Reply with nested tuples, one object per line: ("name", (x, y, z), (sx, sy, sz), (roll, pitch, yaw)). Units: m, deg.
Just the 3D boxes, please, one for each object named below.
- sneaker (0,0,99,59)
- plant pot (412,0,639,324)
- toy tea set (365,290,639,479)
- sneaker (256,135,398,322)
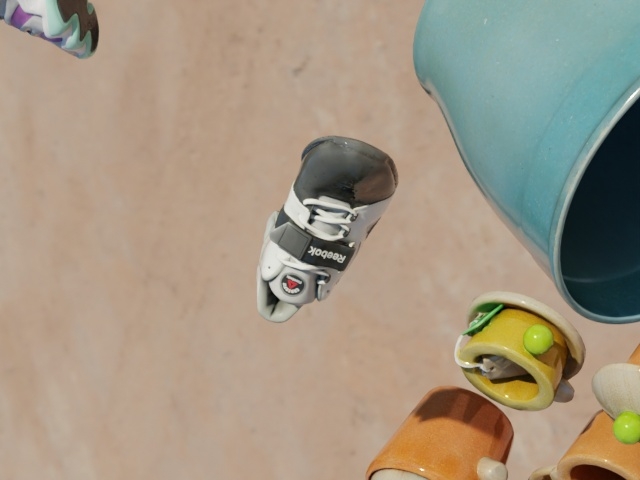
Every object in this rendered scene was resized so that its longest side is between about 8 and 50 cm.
("sneaker", (-0.154, -0.115, 0.780), (0.098, 0.069, 0.038), (51, -146, -35))
("plant pot", (0.215, -0.117, 1.307), (0.255, 0.272, 0.271), (47, 143, 40))
("toy tea set", (0.146, 0.152, 1.131), (0.200, 0.124, 0.336), (29, 148, 6))
("sneaker", (0.000, 0.000, 1.974), (0.330, 0.122, 0.146), (119, 169, -59))
